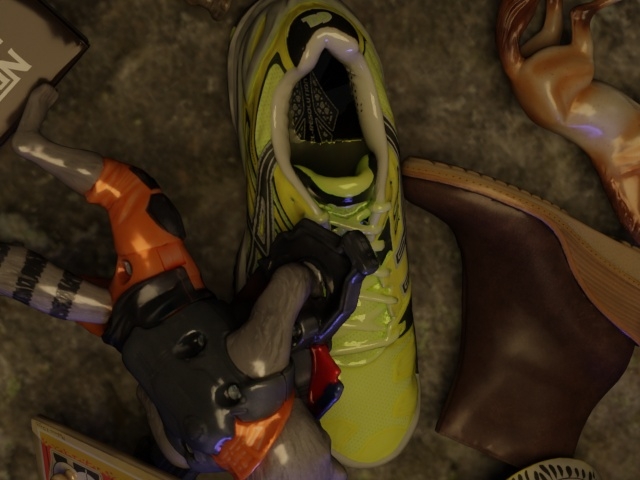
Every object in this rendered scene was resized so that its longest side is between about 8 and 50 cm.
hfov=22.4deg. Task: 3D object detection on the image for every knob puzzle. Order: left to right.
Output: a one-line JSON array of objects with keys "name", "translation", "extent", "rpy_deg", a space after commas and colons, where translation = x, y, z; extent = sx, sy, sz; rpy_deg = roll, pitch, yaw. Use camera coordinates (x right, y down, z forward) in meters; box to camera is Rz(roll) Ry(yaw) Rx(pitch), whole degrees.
[{"name": "knob puzzle", "translation": [-0.155, 0.244, 1.239], "extent": [0.030, 0.213, 0.213], "rpy_deg": [-34, 105, -42]}]

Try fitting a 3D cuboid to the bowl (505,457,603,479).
[{"name": "bowl", "translation": [0.190, 0.268, 1.305], "extent": [0.170, 0.080, 0.170], "rpy_deg": [-17, 124, -27]}]

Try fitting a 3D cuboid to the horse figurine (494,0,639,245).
[{"name": "horse figurine", "translation": [0.230, -0.124, 1.295], "extent": [0.263, 0.066, 0.174], "rpy_deg": [37, 87, -13]}]

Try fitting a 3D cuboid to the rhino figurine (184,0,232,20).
[{"name": "rhino figurine", "translation": [-0.067, -0.298, 1.227], "extent": [0.106, 0.073, 0.243], "rpy_deg": [27, 93, -13]}]

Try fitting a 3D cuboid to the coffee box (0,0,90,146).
[{"name": "coffee box", "translation": [-0.333, -0.184, 1.187], "extent": [0.297, 0.119, 0.168], "rpy_deg": [41, 91, -11]}]

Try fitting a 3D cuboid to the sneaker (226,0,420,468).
[{"name": "sneaker", "translation": [0.000, 0.000, 1.244], "extent": [0.145, 0.147, 0.385], "rpy_deg": [-13, 101, -7]}]

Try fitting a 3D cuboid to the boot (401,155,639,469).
[{"name": "boot", "translation": [0.139, 0.063, 1.298], "extent": [0.248, 0.090, 0.207], "rpy_deg": [26, 93, -14]}]

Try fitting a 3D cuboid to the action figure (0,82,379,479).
[{"name": "action figure", "translation": [-0.129, 0.095, 1.188], "extent": [0.330, 0.178, 0.341], "rpy_deg": [38, 125, 13]}]
